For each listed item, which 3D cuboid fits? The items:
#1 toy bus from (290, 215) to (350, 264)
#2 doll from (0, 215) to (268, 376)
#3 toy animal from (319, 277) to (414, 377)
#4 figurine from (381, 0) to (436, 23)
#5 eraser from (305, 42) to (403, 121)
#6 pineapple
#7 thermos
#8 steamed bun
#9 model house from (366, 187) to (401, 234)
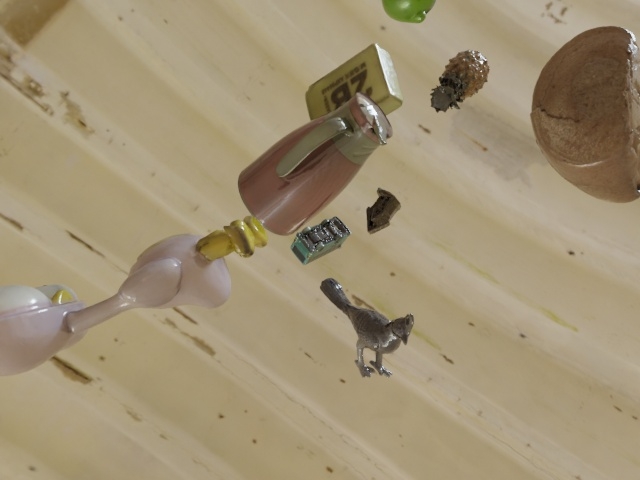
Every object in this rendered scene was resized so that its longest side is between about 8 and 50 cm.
[{"bbox_3d":[0.000,0.000,1.509,0.160,0.079,0.092,-26,158,-39],"label":"toy bus"},{"bbox_3d":[-0.234,0.064,0.579,0.365,0.094,0.160,-17,-177,5],"label":"doll"},{"bbox_3d":[0.115,0.217,1.225,0.081,0.206,0.367,-13,-166,-25],"label":"toy animal"},{"bbox_3d":[0.220,-0.695,1.457,0.143,0.162,0.263,-13,-135,-22],"label":"figurine"},{"bbox_3d":[0.056,-0.262,0.970,0.172,0.058,0.117,-24,-109,33],"label":"eraser"},{"bbox_3d":[0.452,-0.529,1.786,0.157,0.158,0.278,2,-144,47],"label":"pineapple"},{"bbox_3d":[-0.008,-0.133,0.884,0.265,0.146,0.176,-35,173,32],"label":"thermos"},{"bbox_3d":[0.531,-0.235,1.056,0.199,0.251,0.301,-2,-108,36],"label":"steamed bun"},{"bbox_3d":[0.198,-0.094,1.820,0.106,0.165,0.152,34,-90,16],"label":"model house"}]
